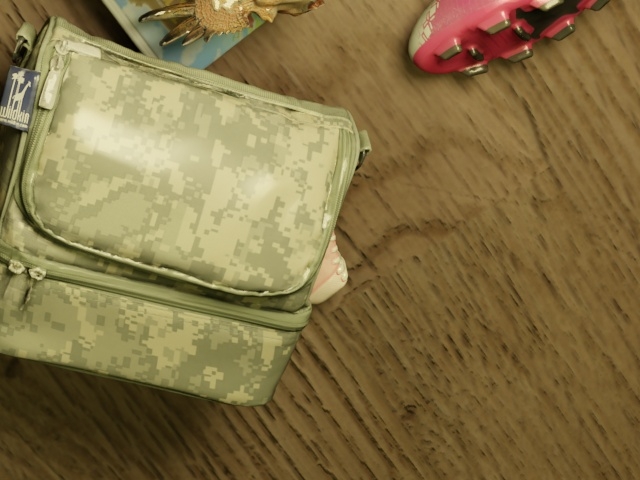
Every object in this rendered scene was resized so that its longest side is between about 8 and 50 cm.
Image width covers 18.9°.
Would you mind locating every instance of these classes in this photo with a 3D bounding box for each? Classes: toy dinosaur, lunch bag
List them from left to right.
[{"bbox_3d":[-0.139,-0.033,1.588,0.305,0.212,0.256,16,114,-17],"label":"lunch bag"},{"bbox_3d":[-0.126,-0.257,1.494,0.295,0.200,0.127,42,74,-8],"label":"toy dinosaur"}]

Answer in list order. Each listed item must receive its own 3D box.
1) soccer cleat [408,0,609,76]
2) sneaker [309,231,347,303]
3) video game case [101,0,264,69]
[{"bbox_3d":[0.205,-0.267,1.636,0.331,0.143,0.116,-31,160,21],"label":"soccer cleat"},{"bbox_3d":[0.000,0.000,1.733,0.070,0.051,0.134,15,113,-20],"label":"sneaker"},{"bbox_3d":[-0.106,-0.258,1.582,0.193,0.023,0.212,-38,123,-2],"label":"video game case"}]
